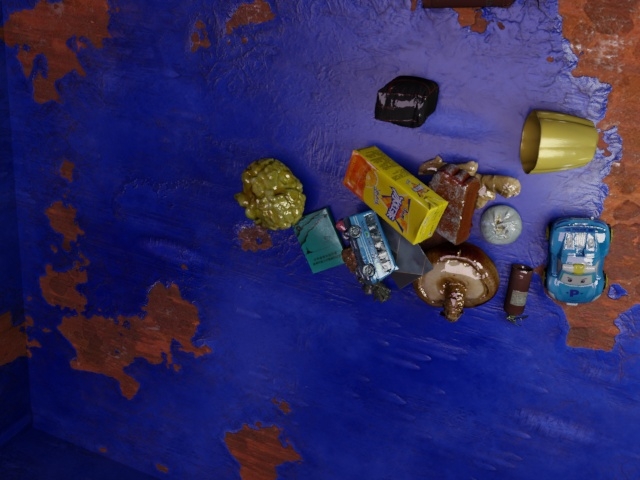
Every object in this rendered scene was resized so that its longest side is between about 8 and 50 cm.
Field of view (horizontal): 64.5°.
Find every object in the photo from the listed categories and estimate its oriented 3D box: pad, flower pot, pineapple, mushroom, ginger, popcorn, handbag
[{"bbox_3d":[0.271,0.034,1.780,0.163,0.004,0.243,-39,78,35],"label":"pad"},{"bbox_3d":[0.723,-0.294,1.538,0.179,0.195,0.195,3,109,5],"label":"flower pot"},{"bbox_3d":[0.178,0.119,1.886,0.128,0.128,0.248,-25,99,24],"label":"pineapple"},{"bbox_3d":[0.471,0.136,1.775,0.296,0.163,0.278,3,99,20],"label":"mushroom"},{"bbox_3d":[0.492,-0.198,1.696,0.333,0.081,0.148,28,135,20],"label":"ginger"},{"bbox_3d":[-0.180,-0.163,1.864,0.257,0.224,0.271,24,123,28],"label":"popcorn"},{"bbox_3d":[0.273,-0.444,1.619,0.169,0.215,0.155,16,120,17],"label":"handbag"}]

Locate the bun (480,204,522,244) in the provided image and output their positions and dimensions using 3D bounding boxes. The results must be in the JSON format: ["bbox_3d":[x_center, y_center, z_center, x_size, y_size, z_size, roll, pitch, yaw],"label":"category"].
[{"bbox_3d":[0.606,-0.049,1.707,0.140,0.083,0.141,7,110,20],"label":"bun"}]

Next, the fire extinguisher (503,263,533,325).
[{"bbox_3d":[0.696,0.198,1.771,0.099,0.071,0.231,-1,110,-10],"label":"fire extinguisher"}]

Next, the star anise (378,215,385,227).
[{"bbox_3d":[0.249,-0.051,1.830,0.196,0.073,0.212,3,113,26],"label":"star anise"}]

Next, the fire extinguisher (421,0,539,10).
[{"bbox_3d":[0.471,-0.742,1.500,0.337,0.114,0.136,6,94,17],"label":"fire extinguisher"}]

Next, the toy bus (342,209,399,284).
[{"bbox_3d":[0.169,0.022,1.759,0.134,0.113,0.246,-20,88,-11],"label":"toy bus"}]

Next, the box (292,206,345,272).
[{"bbox_3d":[0.000,0.000,1.950,0.160,0.042,0.226,-20,100,22],"label":"box"}]

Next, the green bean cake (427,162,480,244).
[{"bbox_3d":[0.433,-0.124,1.665,0.198,0.097,0.233,34,136,19],"label":"green bean cake"}]

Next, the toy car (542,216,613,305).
[{"bbox_3d":[0.826,0.075,1.632,0.198,0.166,0.314,4,110,21],"label":"toy car"}]

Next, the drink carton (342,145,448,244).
[{"bbox_3d":[0.241,-0.159,1.686,0.351,0.111,0.155,45,138,29],"label":"drink carton"}]

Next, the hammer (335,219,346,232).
[{"bbox_3d":[0.096,-0.042,1.904,0.083,0.043,0.043,42,115,2],"label":"hammer"}]
